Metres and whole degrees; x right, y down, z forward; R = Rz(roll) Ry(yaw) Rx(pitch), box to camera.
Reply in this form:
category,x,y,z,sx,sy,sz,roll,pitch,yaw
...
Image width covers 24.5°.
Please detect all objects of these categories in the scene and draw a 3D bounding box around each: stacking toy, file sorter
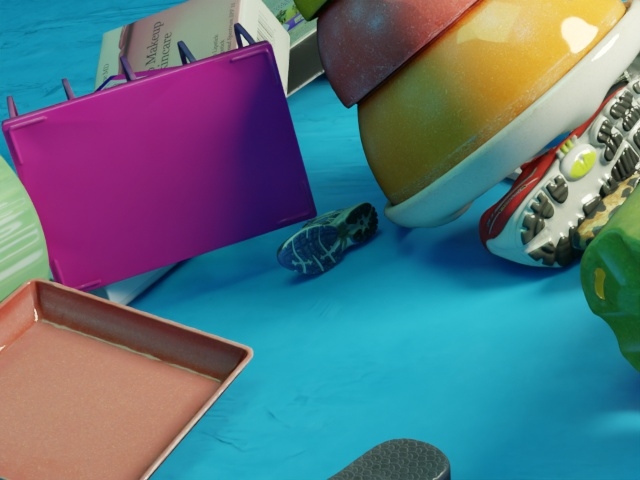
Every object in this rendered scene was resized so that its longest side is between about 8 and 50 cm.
category,x,y,z,sx,sy,sz,roll,pitch,yaw
stacking toy,0.076,-0.283,1.551,0.350,0.480,0.350,-41,5,5
file sorter,-0.184,-0.100,1.628,0.290,0.202,0.182,-18,23,-8

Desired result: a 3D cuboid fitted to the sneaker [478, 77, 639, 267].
category,x,y,z,sx,sy,sz,roll,pitch,yaw
sneaker,0.265,-0.079,1.522,0.279,0.107,0.118,-39,21,-24

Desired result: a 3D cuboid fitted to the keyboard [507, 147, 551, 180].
category,x,y,z,sx,sy,sz,roll,pitch,yaw
keyboard,0.296,-0.059,1.595,0.072,0.014,0.256,-21,25,-24

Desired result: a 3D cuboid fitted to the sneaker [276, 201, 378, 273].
category,x,y,z,sx,sy,sz,roll,pitch,yaw
sneaker,0.000,0.000,1.607,0.135,0.052,0.058,-25,16,-36

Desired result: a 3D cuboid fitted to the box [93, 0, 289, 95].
category,x,y,z,sx,sy,sz,roll,pitch,yaw
box,-0.171,-0.223,1.960,0.232,0.127,0.149,-16,51,24

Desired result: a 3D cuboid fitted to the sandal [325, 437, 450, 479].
category,x,y,z,sx,sy,sz,roll,pitch,yaw
sandal,0.002,0.230,1.125,0.254,0.054,0.097,-20,31,-32

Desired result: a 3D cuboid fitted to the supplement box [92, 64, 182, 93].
category,x,y,z,sx,sy,sz,roll,pitch,yaw
supplement box,-0.165,-0.151,1.821,0.220,0.114,0.111,-7,25,20

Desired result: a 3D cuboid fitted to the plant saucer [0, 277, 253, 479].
category,x,y,z,sx,sy,sz,roll,pitch,yaw
plant saucer,-0.231,0.149,1.353,0.258,0.048,0.259,17,37,20

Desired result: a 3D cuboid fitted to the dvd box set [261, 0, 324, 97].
category,x,y,z,sx,sy,sz,roll,pitch,yaw
dvd box set,-0.026,-0.337,2.185,0.307,0.062,0.420,-34,23,9

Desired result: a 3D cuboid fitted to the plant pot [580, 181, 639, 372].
category,x,y,z,sx,sy,sz,roll,pitch,yaw
plant pot,0.357,-0.005,1.190,0.254,0.276,0.276,-39,32,-21

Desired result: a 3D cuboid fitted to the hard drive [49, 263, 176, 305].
category,x,y,z,sx,sy,sz,roll,pitch,yaw
hard drive,-0.225,-0.025,1.781,0.233,0.047,0.353,5,31,36

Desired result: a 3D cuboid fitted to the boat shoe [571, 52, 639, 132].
category,x,y,z,sx,sy,sz,roll,pitch,yaw
boat shoe,0.374,-0.176,1.706,0.233,0.084,0.079,-30,28,-35

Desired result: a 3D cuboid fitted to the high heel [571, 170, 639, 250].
category,x,y,z,sx,sy,sz,roll,pitch,yaw
high heel,0.359,-0.081,1.388,0.261,0.186,0.093,-20,57,-15

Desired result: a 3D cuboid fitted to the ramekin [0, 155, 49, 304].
category,x,y,z,sx,sy,sz,roll,pitch,yaw
ramekin,-0.426,0.015,1.529,0.303,0.303,0.148,3,23,35
